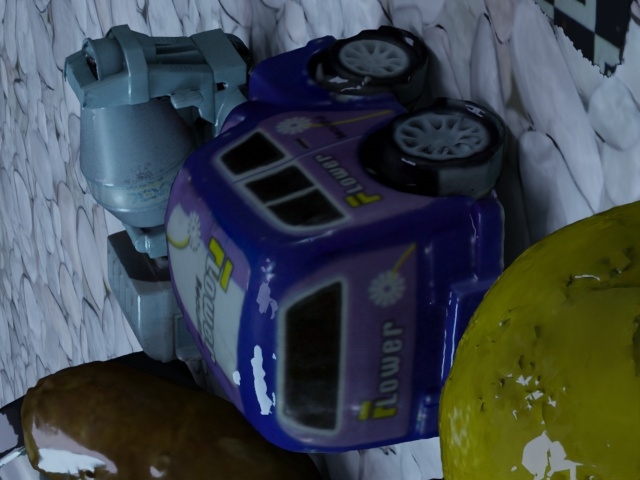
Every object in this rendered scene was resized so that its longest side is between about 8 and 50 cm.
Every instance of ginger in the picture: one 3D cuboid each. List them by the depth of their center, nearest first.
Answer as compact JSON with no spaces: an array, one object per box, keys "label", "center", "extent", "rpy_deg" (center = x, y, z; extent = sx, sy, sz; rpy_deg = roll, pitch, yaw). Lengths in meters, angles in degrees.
[{"label":"ginger","center":[-0.074,0.207,1.364],"extent":[0.321,0.172,0.165],"rpy_deg":[48,126,31]}]

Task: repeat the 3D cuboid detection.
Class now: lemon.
[{"label":"lemon","center":[0.127,0.072,0.707],"extent":[0.206,0.173,0.174],"rpy_deg":[111,145,-78]}]

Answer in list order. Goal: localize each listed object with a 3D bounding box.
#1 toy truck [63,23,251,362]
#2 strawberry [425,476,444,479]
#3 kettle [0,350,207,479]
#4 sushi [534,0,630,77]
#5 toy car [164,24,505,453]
[{"label":"toy truck","center":[-0.099,-0.034,1.354],"extent":[0.108,0.140,0.257],"rpy_deg":[-124,29,-47]},{"label":"strawberry","center":[0.076,0.216,0.853],"extent":[0.257,0.257,0.277],"rpy_deg":[101,-177,-49]},{"label":"kettle","center":[-0.137,0.242,1.617],"extent":[0.271,0.250,0.207],"rpy_deg":[66,-170,12]},{"label":"sushi","center":[0.079,-0.197,0.892],"extent":[0.210,0.040,0.193],"rpy_deg":[-124,29,-49]},{"label":"toy car","center":[0.000,0.000,1.055],"extent":[0.235,0.158,0.172],"rpy_deg":[-126,31,-50]}]
